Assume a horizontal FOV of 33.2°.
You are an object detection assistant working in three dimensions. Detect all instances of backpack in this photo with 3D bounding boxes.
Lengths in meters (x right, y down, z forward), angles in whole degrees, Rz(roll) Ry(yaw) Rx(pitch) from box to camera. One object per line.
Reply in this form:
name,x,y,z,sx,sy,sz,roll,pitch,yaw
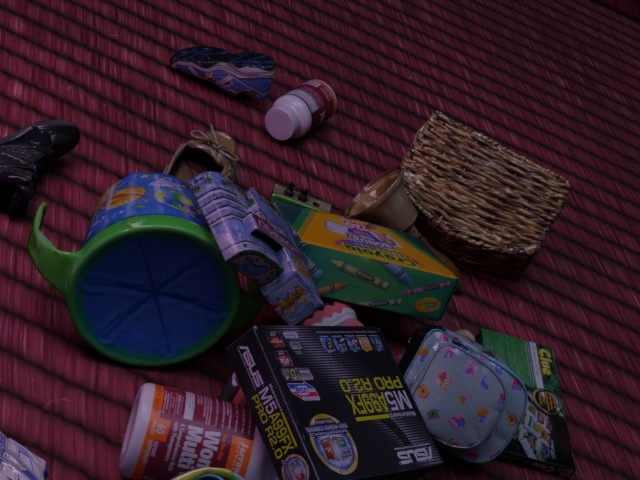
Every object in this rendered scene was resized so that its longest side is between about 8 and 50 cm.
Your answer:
backpack,0.201,0.226,1.544,0.188,0.166,0.144,29,0,-9

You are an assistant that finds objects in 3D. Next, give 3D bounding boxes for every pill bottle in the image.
pill bottle,-0.134,0.263,1.358,0.221,0.121,0.121,16,38,-11
pill bottle,-0.040,-0.246,2.049,0.086,0.086,0.152,35,39,13

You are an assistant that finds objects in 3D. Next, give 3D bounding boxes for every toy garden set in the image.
toy garden set,0.000,0.000,1.805,0.203,0.049,0.244,20,37,-6

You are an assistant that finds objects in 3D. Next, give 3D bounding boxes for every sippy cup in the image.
sippy cup,-0.240,0.021,1.524,0.305,0.240,0.224,51,11,-32

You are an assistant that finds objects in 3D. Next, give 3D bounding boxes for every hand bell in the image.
hand bell,0.166,0.002,1.834,0.242,0.126,0.126,48,34,-15

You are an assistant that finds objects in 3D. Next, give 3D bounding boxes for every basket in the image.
basket,0.272,-0.054,1.986,0.299,0.223,0.213,29,70,5

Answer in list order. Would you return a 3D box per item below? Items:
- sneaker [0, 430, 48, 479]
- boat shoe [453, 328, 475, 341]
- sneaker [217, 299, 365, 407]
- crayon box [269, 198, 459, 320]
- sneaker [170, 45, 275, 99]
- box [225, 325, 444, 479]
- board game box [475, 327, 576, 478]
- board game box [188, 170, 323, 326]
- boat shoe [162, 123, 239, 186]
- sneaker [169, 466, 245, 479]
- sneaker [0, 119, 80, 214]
sneaker,-0.392,0.269,1.246,0.296,0.112,0.131,48,22,29
boat shoe,0.203,0.180,1.694,0.063,0.059,0.170,38,39,17
sneaker,-0.015,0.189,1.519,0.136,0.116,0.314,42,40,19
crayon box,0.055,0.031,1.670,0.278,0.081,0.165,14,19,-25
sneaker,-0.191,-0.321,2.068,0.211,0.081,0.080,12,37,12
box,0.023,0.216,1.385,0.270,0.060,0.216,6,51,-51
board game box,0.321,0.252,1.700,0.136,0.030,0.260,15,38,-9
board game box,-0.077,0.012,1.457,0.194,0.060,0.194,42,16,-56
boat shoe,-0.202,-0.116,1.799,0.104,0.089,0.285,24,37,0
sneaker,-0.071,0.348,1.220,0.319,0.208,0.127,3,41,-27
sneaker,-0.450,-0.109,1.661,0.130,0.087,0.227,44,44,20
